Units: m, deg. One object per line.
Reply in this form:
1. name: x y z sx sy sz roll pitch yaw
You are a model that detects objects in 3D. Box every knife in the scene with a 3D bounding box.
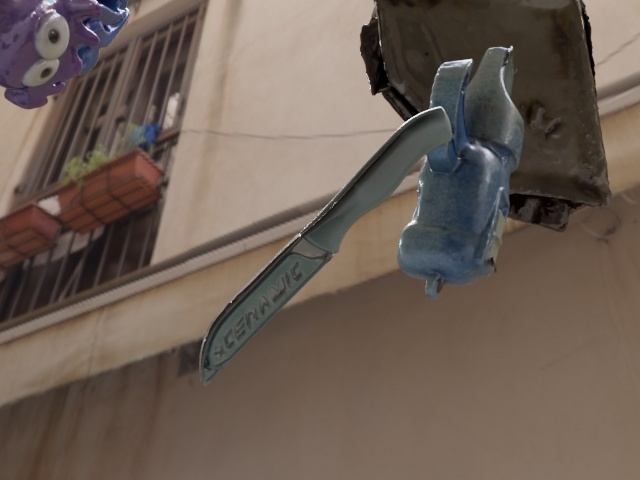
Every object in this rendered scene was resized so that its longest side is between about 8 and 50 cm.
1. knife: 0.000 0.000 0.470 0.210 0.015 0.028 -45 -66 -5

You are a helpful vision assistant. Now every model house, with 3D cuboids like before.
1. model house: 0.200 -0.174 1.068 0.317 0.282 0.297 7 -87 2

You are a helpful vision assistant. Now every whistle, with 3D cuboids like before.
1. whistle: 0.140 -0.067 0.778 0.093 0.269 0.180 5 -28 27

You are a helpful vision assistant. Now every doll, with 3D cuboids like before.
1. doll: -0.183 -0.152 0.586 0.067 0.206 0.110 27 -63 2
